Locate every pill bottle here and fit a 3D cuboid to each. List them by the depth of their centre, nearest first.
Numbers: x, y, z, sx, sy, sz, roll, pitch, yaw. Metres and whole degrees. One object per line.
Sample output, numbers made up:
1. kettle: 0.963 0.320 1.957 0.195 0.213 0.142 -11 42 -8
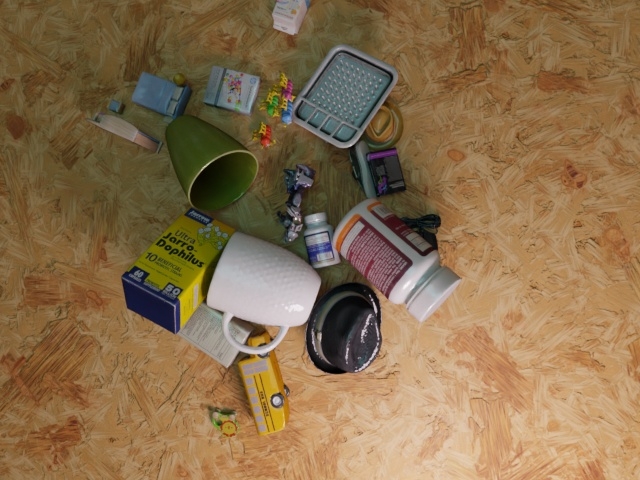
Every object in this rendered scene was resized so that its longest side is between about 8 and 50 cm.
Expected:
1. pill bottle: 0.244 0.062 1.479 0.224 0.224 0.392 -47 69 2
2. pill bottle: 0.000 0.000 1.609 0.112 0.112 0.186 -12 87 5

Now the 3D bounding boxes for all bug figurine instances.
1. bug figurine: -0.154 -0.453 1.598 0.072 0.279 0.216 12 72 -26

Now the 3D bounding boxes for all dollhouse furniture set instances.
1. dollhouse furniture set: -0.671 -0.517 1.644 0.286 0.198 0.303 24 90 5

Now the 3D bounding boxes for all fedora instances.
1. fedora: 0.111 0.313 1.507 0.334 0.152 0.334 -7 106 -26
2. fedora: 0.210 -0.417 1.619 0.194 0.079 0.194 0 89 5

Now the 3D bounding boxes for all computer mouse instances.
1. computer mouse: 0.346 0.046 1.595 0.189 0.072 0.272 -6 88 4

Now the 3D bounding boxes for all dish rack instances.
1. dish rack: 0.084 -0.495 1.583 0.285 0.072 0.332 34 89 20

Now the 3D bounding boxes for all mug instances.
1. mug: -0.193 0.193 1.526 0.328 0.276 0.374 20 71 -1

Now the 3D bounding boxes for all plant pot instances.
1. plant pot: -0.414 -0.303 1.602 0.275 0.275 0.293 -41 69 3

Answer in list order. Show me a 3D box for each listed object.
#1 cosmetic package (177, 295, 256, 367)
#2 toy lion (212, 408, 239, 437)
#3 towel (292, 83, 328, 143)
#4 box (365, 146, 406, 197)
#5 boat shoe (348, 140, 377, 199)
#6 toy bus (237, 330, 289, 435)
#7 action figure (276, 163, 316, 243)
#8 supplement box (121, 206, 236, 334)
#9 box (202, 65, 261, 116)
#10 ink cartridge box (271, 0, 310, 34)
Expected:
1. cosmetic package: -0.402 0.303 1.628 0.296 0.129 0.153 34 90 6
2. toy lion: -0.347 0.673 1.663 0.100 0.034 0.096 6 96 6
3. towel: 0.039 -0.522 1.662 0.209 0.034 0.285 38 90 7
4. box: 0.234 -0.242 1.608 0.116 0.029 0.162 -14 89 -24
5. boat shoe: 0.153 -0.244 1.628 0.070 0.078 0.219 -14 88 41
6. toy bus: -0.199 0.502 1.615 0.130 0.108 0.332 -17 87 6
7. action figure: -0.098 -0.120 1.602 0.099 0.185 0.285 16 73 -22
8. supplement box: -0.461 0.093 1.518 0.194 0.195 0.356 26 49 5
9. box: -0.330 -0.558 1.694 0.186 0.038 0.145 16 90 4
10. ink cartridge box: -0.111 -0.837 1.656 0.092 0.090 0.143 21 90 5
